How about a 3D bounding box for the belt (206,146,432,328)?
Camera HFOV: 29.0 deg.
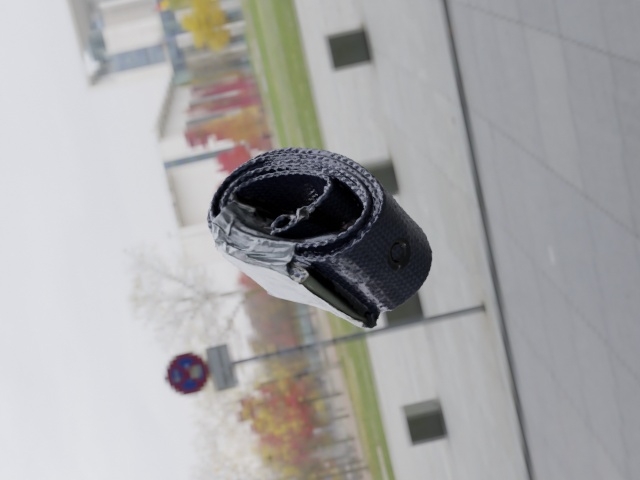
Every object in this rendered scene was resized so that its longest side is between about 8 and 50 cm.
[{"bbox_3d":[0.000,0.000,1.185,0.231,0.139,0.126,16,157,46],"label":"belt"}]
